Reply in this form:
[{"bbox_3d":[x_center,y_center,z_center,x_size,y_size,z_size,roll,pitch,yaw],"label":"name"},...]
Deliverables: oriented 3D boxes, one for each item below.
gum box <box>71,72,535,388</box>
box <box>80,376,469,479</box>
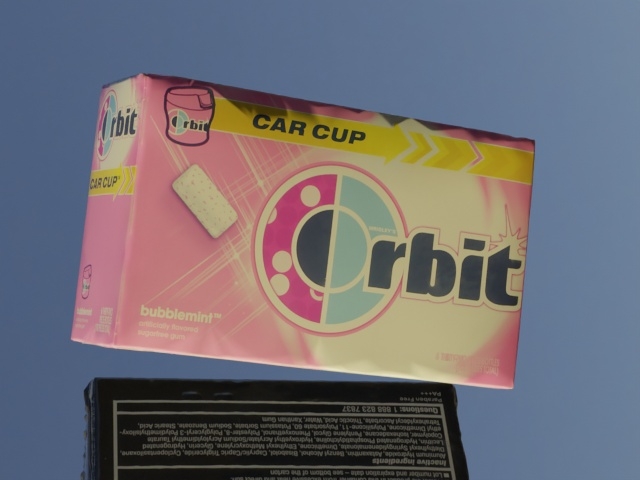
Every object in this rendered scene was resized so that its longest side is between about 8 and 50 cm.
[{"bbox_3d":[0.000,0.000,0.732,0.188,0.062,0.107,8,-93,-24],"label":"gum box"},{"bbox_3d":[-0.034,0.271,1.333,0.294,0.296,0.183,-97,12,-45],"label":"box"}]
